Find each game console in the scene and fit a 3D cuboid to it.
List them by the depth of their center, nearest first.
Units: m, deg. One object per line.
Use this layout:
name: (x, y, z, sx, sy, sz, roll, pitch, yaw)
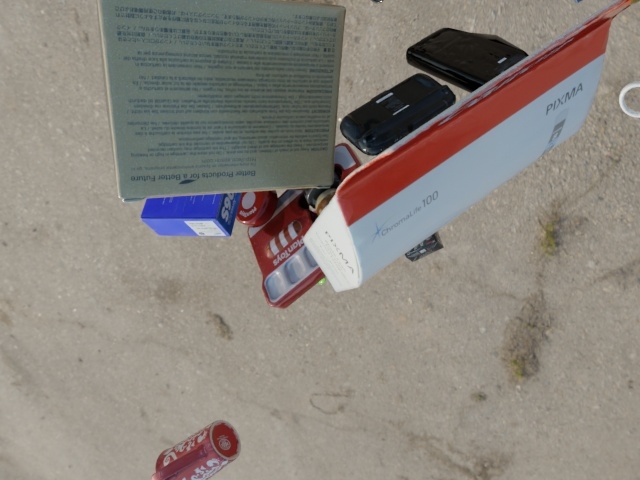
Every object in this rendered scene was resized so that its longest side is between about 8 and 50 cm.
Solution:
game console: (0.187, -0.269, 0.861, 0.213, 0.361, 0.044, 44, 160, 39)

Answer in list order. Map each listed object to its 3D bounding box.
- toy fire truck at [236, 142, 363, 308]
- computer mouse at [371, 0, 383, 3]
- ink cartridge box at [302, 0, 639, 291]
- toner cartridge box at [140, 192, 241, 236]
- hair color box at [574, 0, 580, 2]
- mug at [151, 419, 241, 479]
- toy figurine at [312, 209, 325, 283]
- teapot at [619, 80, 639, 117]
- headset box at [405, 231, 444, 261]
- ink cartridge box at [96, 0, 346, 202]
toy fire truck: (-0.019, -0.038, 0.982, 0.302, 0.254, 0.169, -38, 145, 18)
computer mouse: (0.099, -0.463, 0.656, 0.184, 0.060, 0.262, 55, 161, -11)
ink cartridge box: (0.148, -0.074, 0.462, 0.091, 0.308, 0.385, 56, 169, 0)
toner cartridge box: (-0.232, -0.176, 1.006, 0.165, 0.348, 0.075, 2, 153, 15)
hair color box: (0.483, -0.632, 0.903, 0.173, 0.348, 0.105, -25, 150, 26)
mug: (-0.269, 0.484, 1.066, 0.169, 0.150, 0.113, -38, 97, 18)
toy figurine: (0.000, 0.000, 1.217, 0.130, 0.159, 0.173, 13, 148, 15)
teapot: (0.947, -0.449, 1.268, 0.187, 0.252, 0.256, 31, 97, 4)
headset box: (0.169, -0.014, 0.852, 0.062, 0.083, 0.032, -29, 145, 24)
ink cartridge box: (-0.100, -0.152, 0.515, 0.234, 0.088, 0.194, -6, 117, -24)
